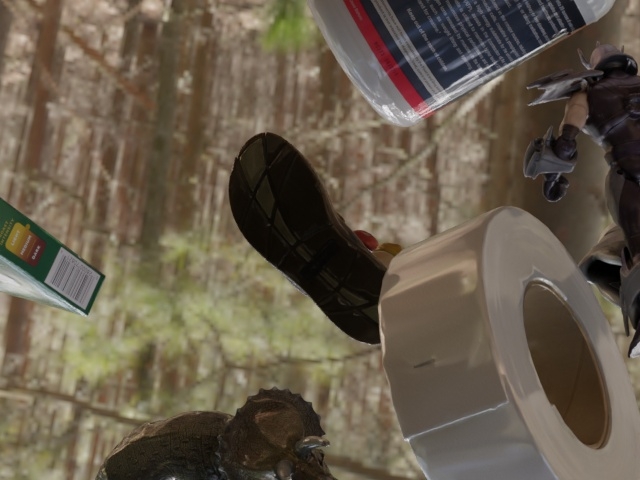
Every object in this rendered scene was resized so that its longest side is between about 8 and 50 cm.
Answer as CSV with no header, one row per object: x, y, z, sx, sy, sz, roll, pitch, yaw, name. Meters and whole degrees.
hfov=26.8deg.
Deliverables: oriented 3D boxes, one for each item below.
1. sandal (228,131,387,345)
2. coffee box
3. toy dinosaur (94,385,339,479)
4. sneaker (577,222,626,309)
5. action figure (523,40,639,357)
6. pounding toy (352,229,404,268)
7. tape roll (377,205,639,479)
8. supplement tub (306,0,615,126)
0.000,0.000,1.199,0.219,0.090,0.060,46,-170,9,sandal
-0.254,-0.007,0.985,0.113,0.040,0.184,12,160,37,coffee box
-0.099,0.188,1.114,0.314,0.121,0.160,-7,139,25,toy dinosaur
0.353,0.036,1.287,0.229,0.086,0.132,3,-161,37,sneaker
0.274,-0.053,1.152,0.185,0.285,0.099,-12,156,-1,action figure
0.056,0.030,1.767,0.183,0.110,0.237,23,163,21,pounding toy
0.166,0.117,1.125,0.100,0.286,0.286,-24,148,28,tape roll
0.134,-0.239,1.161,0.272,0.191,0.191,-29,150,13,supplement tub
